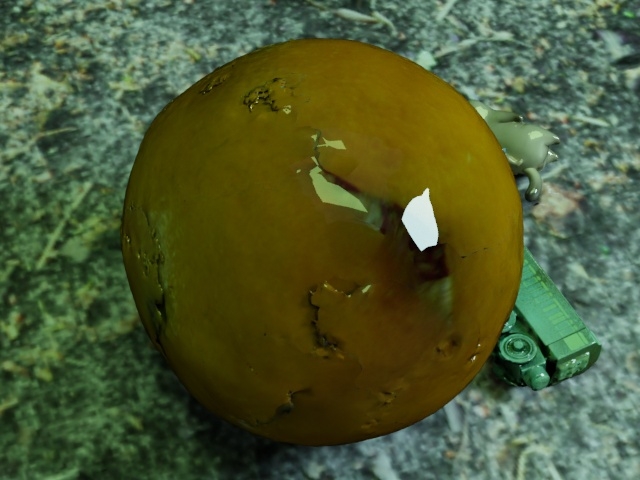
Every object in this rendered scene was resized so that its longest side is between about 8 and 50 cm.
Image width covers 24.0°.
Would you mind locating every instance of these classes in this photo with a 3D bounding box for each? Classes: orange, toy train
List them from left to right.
[{"bbox_3d":[0.000,0.000,0.902,0.246,0.246,0.246,1,52,-2],"label":"orange"},{"bbox_3d":[0.122,0.037,1.008,0.071,0.038,0.148,-20,55,-20],"label":"toy train"}]

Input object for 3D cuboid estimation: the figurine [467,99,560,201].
[{"bbox_3d":[0.129,-0.065,1.085,0.083,0.047,0.050,25,66,21],"label":"figurine"}]
